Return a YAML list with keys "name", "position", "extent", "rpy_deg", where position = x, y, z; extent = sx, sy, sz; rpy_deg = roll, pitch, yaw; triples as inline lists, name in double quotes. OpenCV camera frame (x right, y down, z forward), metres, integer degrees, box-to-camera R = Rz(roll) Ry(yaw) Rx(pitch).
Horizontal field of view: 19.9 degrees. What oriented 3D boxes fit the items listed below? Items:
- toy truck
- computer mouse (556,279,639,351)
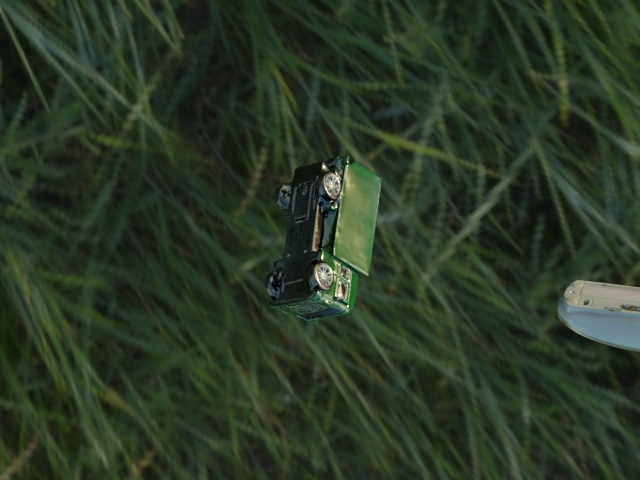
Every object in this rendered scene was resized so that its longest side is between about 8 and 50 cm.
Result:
- name: "toy truck"
  position: [0.000, 0.000, 1.622]
  extent: [0.065, 0.147, 0.079]
  rpy_deg: [-14, 147, 39]
- name: "computer mouse"
  position: [0.345, 0.082, 1.893]
  extent: [0.199, 0.102, 0.044]
  rpy_deg: [7, 113, 12]
